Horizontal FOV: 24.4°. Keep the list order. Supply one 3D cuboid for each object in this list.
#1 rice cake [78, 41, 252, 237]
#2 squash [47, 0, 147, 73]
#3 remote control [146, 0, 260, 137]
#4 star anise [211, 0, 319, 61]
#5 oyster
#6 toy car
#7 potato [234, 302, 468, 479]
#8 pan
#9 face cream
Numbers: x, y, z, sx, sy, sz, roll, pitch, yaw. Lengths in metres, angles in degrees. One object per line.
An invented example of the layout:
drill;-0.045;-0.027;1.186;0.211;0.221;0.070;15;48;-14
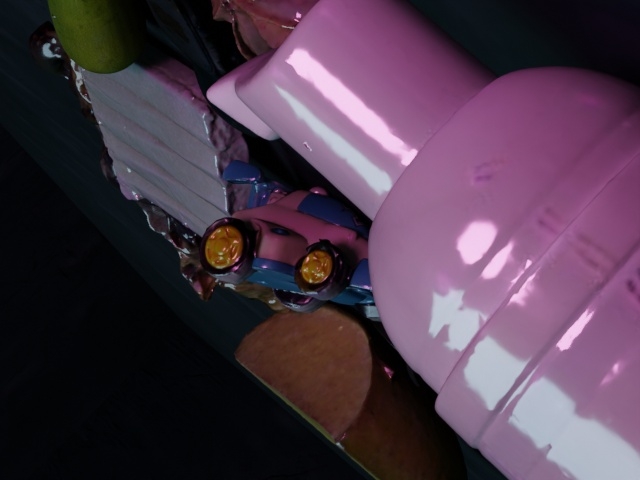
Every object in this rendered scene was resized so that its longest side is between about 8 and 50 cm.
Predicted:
rice cake;-0.122;-0.079;1.202;0.198;0.037;0.189;28;141;44
squash;-0.164;-0.174;1.043;0.066;0.066;0.201;42;170;12
remote control;-0.069;-0.129;0.900;0.072;0.042;0.222;43;171;23
star anise;-0.037;-0.144;0.670;0.172;0.063;0.208;49;174;-4
oyster;-0.146;-0.058;1.415;0.221;0.096;0.361;44;171;48
toy car;0.000;0.000;1.099;0.161;0.098;0.126;5;170;35
potato;0.069;0.189;1.513;0.255;0.112;0.269;45;174;-30
pan;0.080;0.095;1.300;0.068;0.023;0.115;38;166;29
face cream;0.107;0.028;0.516;0.370;0.145;0.145;41;170;13
